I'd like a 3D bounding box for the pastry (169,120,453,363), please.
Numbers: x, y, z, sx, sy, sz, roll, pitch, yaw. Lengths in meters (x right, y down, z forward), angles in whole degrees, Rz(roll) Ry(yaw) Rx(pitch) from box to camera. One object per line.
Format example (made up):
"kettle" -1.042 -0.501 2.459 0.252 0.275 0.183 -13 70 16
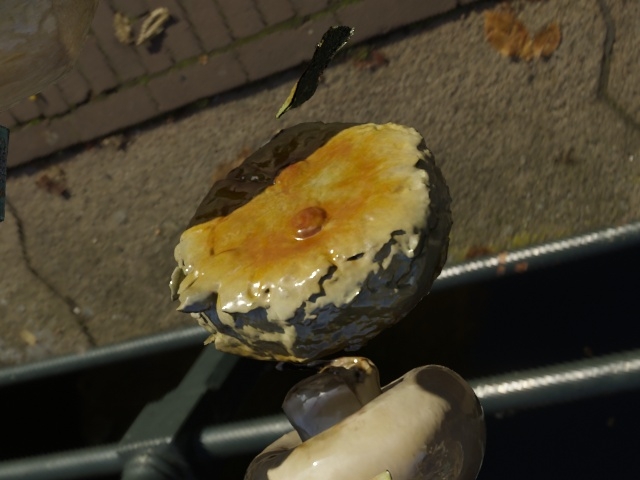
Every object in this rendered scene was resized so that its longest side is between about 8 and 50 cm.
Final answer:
"pastry" 0.000 0.000 1.282 0.329 0.330 0.136 -9 132 24

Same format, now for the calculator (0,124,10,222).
"calculator" -0.562 -0.118 2.064 0.018 0.057 0.172 -3 80 23

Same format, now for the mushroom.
"mushroom" 0.048 0.279 1.654 0.362 0.362 0.295 -30 84 31

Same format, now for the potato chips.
"potato chips" -0.005 -0.258 1.774 0.026 0.209 0.142 32 130 8

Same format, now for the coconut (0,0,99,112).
"coconut" -0.411 -0.262 1.278 0.328 0.329 0.329 9 121 15

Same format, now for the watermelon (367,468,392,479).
"watermelon" -0.024 0.395 1.341 0.303 0.128 0.159 -28 79 -4
